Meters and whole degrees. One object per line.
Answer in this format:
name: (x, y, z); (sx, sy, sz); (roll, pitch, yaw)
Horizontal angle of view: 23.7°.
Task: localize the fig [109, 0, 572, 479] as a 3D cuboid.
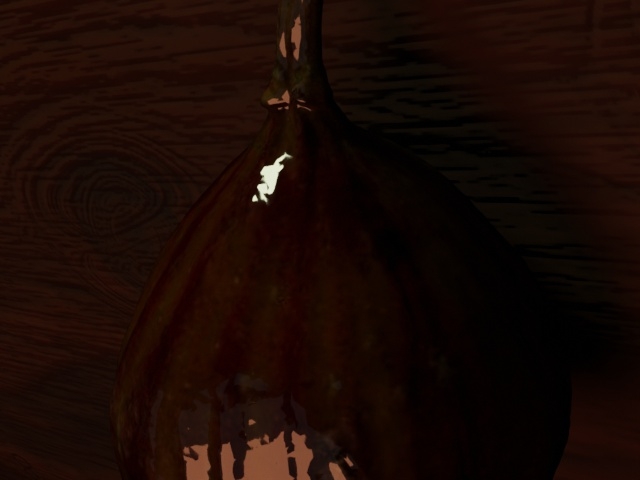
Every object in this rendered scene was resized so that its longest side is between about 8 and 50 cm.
fig: (0.000, 0.000, 0.696); (0.217, 0.217, 0.321); (16, 121, 46)
